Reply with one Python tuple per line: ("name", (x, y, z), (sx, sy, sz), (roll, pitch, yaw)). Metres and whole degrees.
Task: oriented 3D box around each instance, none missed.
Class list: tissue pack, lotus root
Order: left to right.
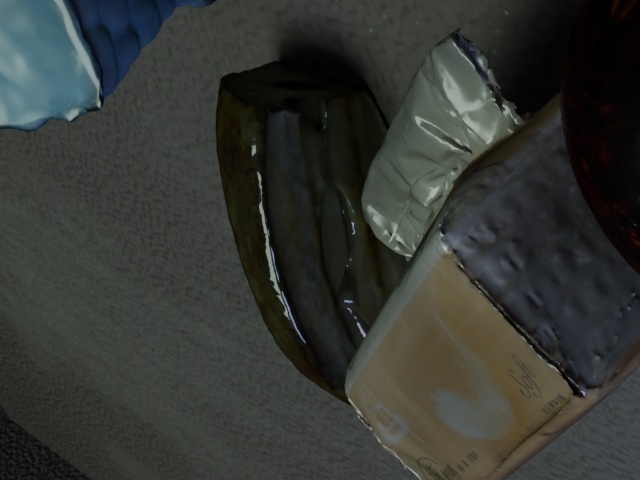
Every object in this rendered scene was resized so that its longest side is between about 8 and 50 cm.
("lotus root", (-0.002, -0.001, 1.349), (0.142, 0.210, 0.314), (5, 121, 44))
("tissue pack", (0.119, 0.007, 1.065), (0.238, 0.238, 0.305), (44, 158, 8))

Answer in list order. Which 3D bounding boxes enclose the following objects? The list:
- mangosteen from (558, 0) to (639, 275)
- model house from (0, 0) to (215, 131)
("mangosteen", (0.229, -0.072, 0.776), (0.228, 0.228, 0.265), (51, -161, -7))
("model house", (-0.232, -0.297, 1.081), (0.297, 0.339, 0.360), (-6, 120, 35))
